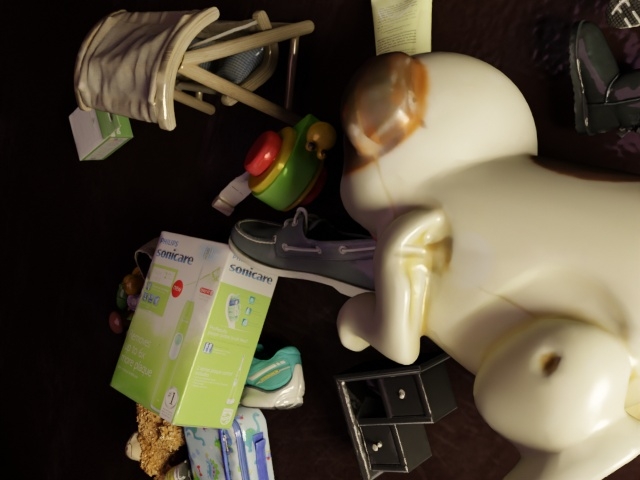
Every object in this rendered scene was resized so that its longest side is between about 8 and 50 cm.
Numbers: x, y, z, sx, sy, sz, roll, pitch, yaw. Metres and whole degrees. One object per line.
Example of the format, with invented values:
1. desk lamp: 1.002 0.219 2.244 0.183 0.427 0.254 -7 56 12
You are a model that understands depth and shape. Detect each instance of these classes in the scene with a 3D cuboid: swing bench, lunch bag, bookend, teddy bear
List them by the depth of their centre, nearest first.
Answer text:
1. bookend: 0.113 0.240 0.784 0.156 0.072 0.157 -19 85 45
2. swing bench: -0.190 -0.257 0.858 0.253 0.254 0.165 20 111 41
3. lunch bag: -0.166 0.409 1.083 0.176 0.090 0.219 -2 98 42
4. teddy bear: -0.345 0.352 1.232 0.245 0.113 0.338 48 127 30

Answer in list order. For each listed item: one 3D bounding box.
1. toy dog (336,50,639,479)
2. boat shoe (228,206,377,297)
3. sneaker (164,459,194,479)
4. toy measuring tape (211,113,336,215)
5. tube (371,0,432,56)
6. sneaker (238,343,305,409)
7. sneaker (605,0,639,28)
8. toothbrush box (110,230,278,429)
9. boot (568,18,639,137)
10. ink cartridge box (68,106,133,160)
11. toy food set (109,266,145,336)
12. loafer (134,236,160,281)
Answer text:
1. toy dog: 0.165 -0.007 0.539 0.408 0.284 0.395 53 136 29
2. boat shoe: 0.000 0.000 0.817 0.319 0.116 0.099 16 116 34
3. sneaker: -0.246 0.537 1.172 0.094 0.081 0.208 -23 90 37
4. toy measuring tape: -0.088 -0.080 0.888 0.330 0.121 0.121 -29 77 46
5. tube: 0.106 -0.197 0.725 0.070 0.062 0.240 -3 91 1
6. sneaker: -0.128 0.235 1.023 0.275 0.107 0.110 -11 71 40
7. sneaker: 0.311 -0.223 0.519 0.109 0.044 0.040 -25 84 40
8. toothbrush box: -0.212 0.144 0.982 0.206 0.122 0.283 11 79 44
9. boot: 0.293 -0.155 0.551 0.099 0.045 0.121 3 107 47
10. ink cartridge box: -0.466 -0.258 1.267 0.209 0.062 0.109 -20 84 44
11. toy food set: -0.420 0.162 1.295 0.128 0.071 0.218 33 120 36
12. loafer: -0.293 0.117 1.146 0.102 0.092 0.268 -41 69 41
